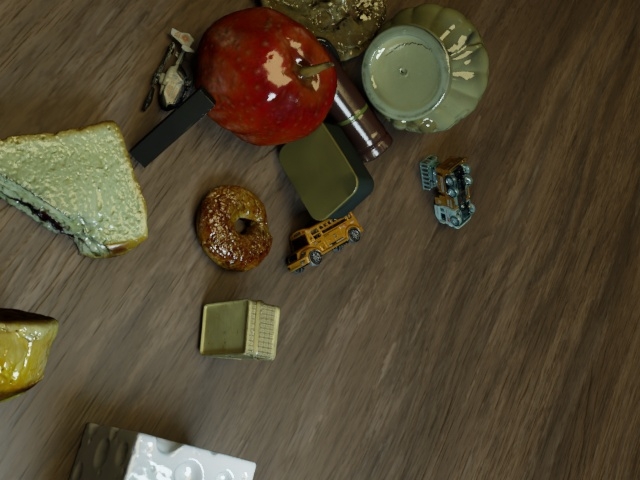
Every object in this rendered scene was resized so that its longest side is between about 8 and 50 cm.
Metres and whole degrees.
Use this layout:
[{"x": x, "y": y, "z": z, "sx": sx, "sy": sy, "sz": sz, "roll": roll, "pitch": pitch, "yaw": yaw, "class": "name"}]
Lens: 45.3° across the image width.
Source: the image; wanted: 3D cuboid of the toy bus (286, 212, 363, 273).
[{"x": 0.000, "y": 0.000, "z": 1.725, "sx": 0.194, "sy": 0.083, "sz": 0.088, "roll": -29, "pitch": 91, "yaw": -39, "class": "toy bus"}]

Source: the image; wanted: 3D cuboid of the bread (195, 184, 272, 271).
[{"x": -0.178, "y": -0.027, "z": 1.612, "sx": 0.193, "sy": 0.064, "sz": 0.193, "roll": 9, "pitch": 76, "yaw": -38, "class": "bread"}]

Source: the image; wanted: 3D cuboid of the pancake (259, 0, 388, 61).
[{"x": 0.006, "y": -0.608, "z": 1.823, "sx": 0.386, "sy": 0.082, "sz": 0.387, "roll": 2, "pitch": 86, "yaw": -33, "class": "pancake"}]

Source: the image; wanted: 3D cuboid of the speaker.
[{"x": -0.289, "y": -0.222, "z": 1.497, "sx": 0.046, "sy": 0.191, "sz": 0.040, "roll": 46, "pitch": 15, "yaw": -21, "class": "speaker"}]

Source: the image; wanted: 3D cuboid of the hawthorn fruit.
[{"x": -0.091, "y": -0.334, "z": 1.554, "sx": 0.287, "sy": 0.330, "sz": 0.287, "roll": -4, "pitch": 95, "yaw": -43, "class": "hawthorn fruit"}]

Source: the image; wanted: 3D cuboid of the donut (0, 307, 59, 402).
[{"x": -0.560, "y": 0.173, "z": 1.150, "sx": 0.330, "sy": 0.330, "sz": 0.160, "roll": 9, "pitch": 84, "yaw": -35, "class": "donut"}]

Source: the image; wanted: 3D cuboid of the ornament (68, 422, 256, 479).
[{"x": -0.296, "y": 0.469, "z": 1.338, "sx": 0.239, "sy": 0.239, "sz": 0.239, "roll": 25, "pitch": 68, "yaw": -31, "class": "ornament"}]

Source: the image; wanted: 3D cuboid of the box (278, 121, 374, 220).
[{"x": 0.016, "y": -0.153, "z": 1.686, "sx": 0.090, "sy": 0.144, "sz": 0.201, "roll": -1, "pitch": 54, "yaw": -54, "class": "box"}]

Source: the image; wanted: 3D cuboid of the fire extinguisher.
[{"x": 0.024, "y": -0.332, "z": 1.760, "sx": 0.341, "sy": 0.141, "sz": 0.105, "roll": 51, "pitch": 25, "yaw": -21, "class": "fire extinguisher"}]

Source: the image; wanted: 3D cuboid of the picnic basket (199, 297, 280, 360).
[{"x": -0.162, "y": 0.179, "z": 1.530, "sx": 0.079, "sy": 0.164, "sz": 0.115, "roll": 15, "pitch": 74, "yaw": -43, "class": "picnic basket"}]

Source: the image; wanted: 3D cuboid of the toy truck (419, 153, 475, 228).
[{"x": 0.326, "y": -0.126, "z": 1.972, "sx": 0.080, "sy": 0.115, "sz": 0.178, "roll": -36, "pitch": 127, "yaw": -35, "class": "toy truck"}]

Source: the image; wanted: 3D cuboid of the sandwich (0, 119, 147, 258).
[{"x": -0.464, "y": -0.080, "z": 1.385, "sx": 0.288, "sy": 0.099, "sz": 0.254, "roll": -14, "pitch": 91, "yaw": -37, "class": "sandwich"}]

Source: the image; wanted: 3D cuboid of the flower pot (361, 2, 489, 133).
[{"x": 0.229, "y": -0.396, "z": 1.797, "sx": 0.244, "sy": 0.307, "sz": 0.308, "roll": -29, "pitch": 101, "yaw": -61, "class": "flower pot"}]

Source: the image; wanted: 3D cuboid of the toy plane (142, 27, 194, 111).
[{"x": -0.299, "y": -0.341, "z": 1.579, "sx": 0.078, "sy": 0.053, "sz": 0.197, "roll": 23, "pitch": 74, "yaw": -22, "class": "toy plane"}]
